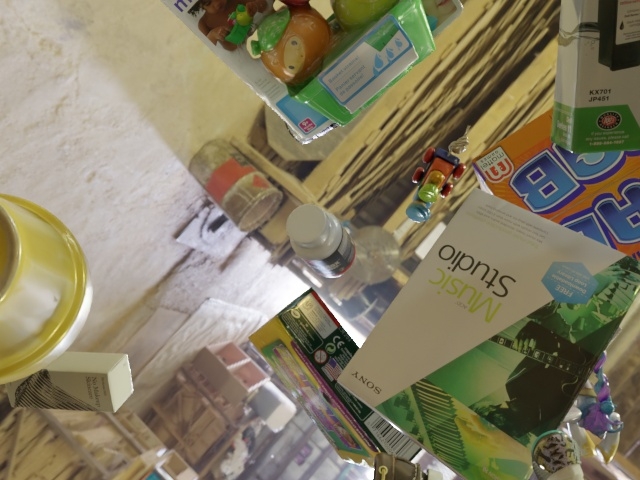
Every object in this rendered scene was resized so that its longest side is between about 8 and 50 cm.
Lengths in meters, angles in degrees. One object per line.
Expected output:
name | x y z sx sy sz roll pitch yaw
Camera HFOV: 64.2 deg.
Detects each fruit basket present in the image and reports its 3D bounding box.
fruit basket | -0.009 -0.342 0.719 0.327 0.166 0.353 -37 133 17

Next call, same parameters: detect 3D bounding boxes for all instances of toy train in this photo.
toy train | 0.282 -0.154 1.232 0.143 0.105 0.248 -59 173 -27

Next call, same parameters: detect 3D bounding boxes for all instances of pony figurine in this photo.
pony figurine | 0.471 0.349 1.076 0.350 0.364 0.303 -10 -162 -7

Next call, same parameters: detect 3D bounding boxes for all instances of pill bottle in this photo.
pill bottle | 0.000 0.000 1.028 0.108 0.108 0.180 -49 151 -4

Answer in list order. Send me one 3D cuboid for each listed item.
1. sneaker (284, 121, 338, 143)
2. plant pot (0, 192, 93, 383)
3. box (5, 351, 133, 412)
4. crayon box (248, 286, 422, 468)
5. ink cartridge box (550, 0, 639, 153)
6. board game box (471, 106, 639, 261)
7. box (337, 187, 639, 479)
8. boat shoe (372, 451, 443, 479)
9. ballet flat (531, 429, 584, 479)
sneaker | 0.022 -0.321 0.983 0.124 0.284 0.107 -13 150 37
plant pot | -0.420 0.046 0.607 0.254 0.254 0.239 -44 -178 -23
box | -0.606 0.338 1.231 0.094 0.274 0.113 -63 150 -71
crayon box | 0.017 0.298 1.074 0.106 0.363 0.313 -37 176 -23
ink cartridge box | 0.336 -0.205 0.531 0.087 0.152 0.209 -68 154 -67
board game box | 0.573 -0.079 1.046 0.356 0.357 0.356 -33 162 15
box | 0.204 0.111 0.619 0.322 0.232 0.058 -53 150 -11
boat shoe | 0.066 0.441 0.640 0.117 0.096 0.325 80 30 -65
ballet flat | 0.194 0.191 0.406 0.041 0.041 0.114 -45 135 -21
